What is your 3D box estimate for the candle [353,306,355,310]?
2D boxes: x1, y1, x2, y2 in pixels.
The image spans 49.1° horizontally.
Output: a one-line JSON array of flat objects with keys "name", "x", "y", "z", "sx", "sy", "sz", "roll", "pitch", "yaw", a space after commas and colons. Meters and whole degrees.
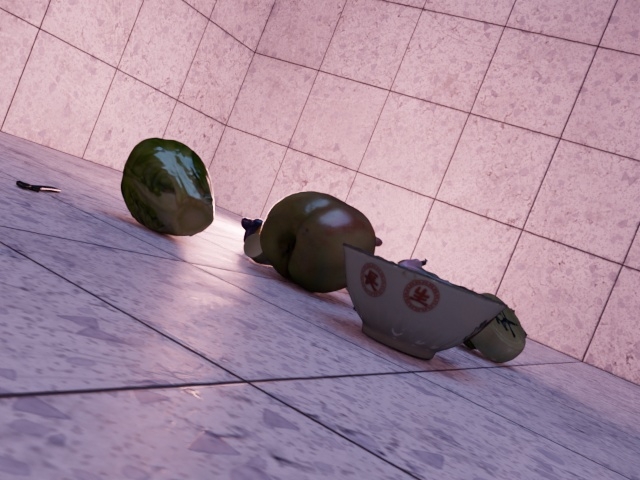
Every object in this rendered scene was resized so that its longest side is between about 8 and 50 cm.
[{"name": "candle", "x": 0.128, "y": 0.174, "z": 1.734, "sx": 0.026, "sy": 0.021, "sz": 0.167, "roll": 22, "pitch": 1, "yaw": 31}]

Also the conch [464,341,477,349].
[{"name": "conch", "x": 0.386, "y": 0.259, "z": 1.871, "sx": 0.121, "sy": 0.074, "sz": 0.089, "roll": 5, "pitch": -40, "yaw": 27}]

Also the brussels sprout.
[{"name": "brussels sprout", "x": -0.362, "y": -0.117, "z": 1.699, "sx": 0.210, "sy": 0.219, "sz": 0.271, "roll": -1, "pitch": 36, "yaw": -39}]

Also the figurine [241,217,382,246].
[{"name": "figurine", "x": -0.036, "y": -0.006, "z": 2.087, "sx": 0.421, "sy": 0.193, "sz": 0.154, "roll": 20, "pitch": 15, "yaw": 25}]

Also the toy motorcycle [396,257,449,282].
[{"name": "toy motorcycle", "x": 0.299, "y": 0.154, "z": 1.933, "sx": 0.327, "sy": 0.143, "sz": 0.188, "roll": 39, "pitch": 13, "yaw": -45}]

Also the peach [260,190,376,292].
[{"name": "peach", "x": 0.001, "y": 0.001, "z": 1.749, "sx": 0.293, "sy": 0.247, "sz": 0.292, "roll": 1, "pitch": 12, "yaw": 0}]

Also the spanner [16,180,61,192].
[{"name": "spanner", "x": -0.632, "y": -0.119, "z": 1.582, "sx": 0.046, "sy": 0.012, "sz": 0.208, "roll": 21, "pitch": 2, "yaw": -3}]

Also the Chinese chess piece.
[{"name": "Chinese chess piece", "x": 0.448, "y": 0.224, "z": 1.813, "sx": 0.188, "sy": 0.083, "sz": 0.188, "roll": 33, "pitch": 34, "yaw": -26}]

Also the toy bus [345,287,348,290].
[{"name": "toy bus", "x": 0.190, "y": 0.133, "z": 2.090, "sx": 0.265, "sy": 0.119, "sz": 0.121, "roll": 23, "pitch": 1, "yaw": 20}]

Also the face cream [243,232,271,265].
[{"name": "face cream", "x": -0.128, "y": 0.053, "z": 1.944, "sx": 0.114, "sy": 0.070, "sz": 0.224, "roll": 23, "pitch": -10, "yaw": 31}]

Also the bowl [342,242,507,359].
[{"name": "bowl", "x": 0.174, "y": 0.133, "z": 1.370, "sx": 0.337, "sy": 0.157, "sz": 0.337, "roll": 21, "pitch": 1, "yaw": 0}]
